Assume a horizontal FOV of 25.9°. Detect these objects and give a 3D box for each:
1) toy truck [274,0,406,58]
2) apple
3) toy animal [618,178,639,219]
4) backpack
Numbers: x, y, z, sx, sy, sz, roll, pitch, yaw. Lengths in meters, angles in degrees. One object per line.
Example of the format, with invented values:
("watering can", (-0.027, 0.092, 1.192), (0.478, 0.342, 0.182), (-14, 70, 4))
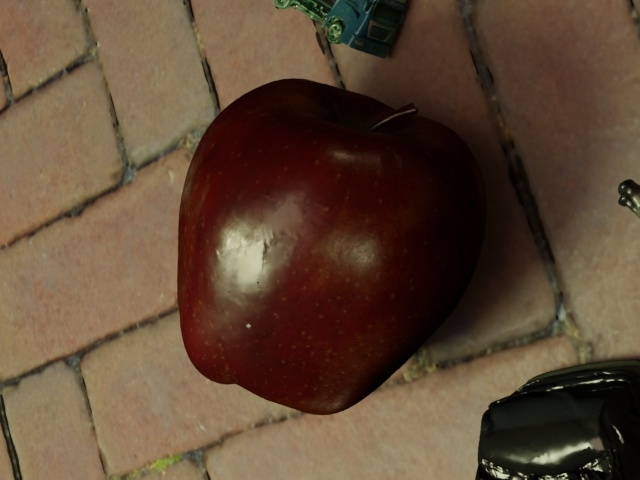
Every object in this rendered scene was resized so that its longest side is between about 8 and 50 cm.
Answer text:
("toy truck", (0.010, -0.256, 1.427), (0.175, 0.067, 0.081), (39, 109, 36))
("apple", (0.000, 0.000, 1.310), (0.288, 0.288, 0.317), (40, 125, 31))
("toy animal", (0.332, 0.003, 1.164), (0.217, 0.073, 0.176), (-42, 72, 27))
("backpack", (0.237, 0.245, 1.222), (0.206, 0.133, 0.258), (-15, 89, 42))
